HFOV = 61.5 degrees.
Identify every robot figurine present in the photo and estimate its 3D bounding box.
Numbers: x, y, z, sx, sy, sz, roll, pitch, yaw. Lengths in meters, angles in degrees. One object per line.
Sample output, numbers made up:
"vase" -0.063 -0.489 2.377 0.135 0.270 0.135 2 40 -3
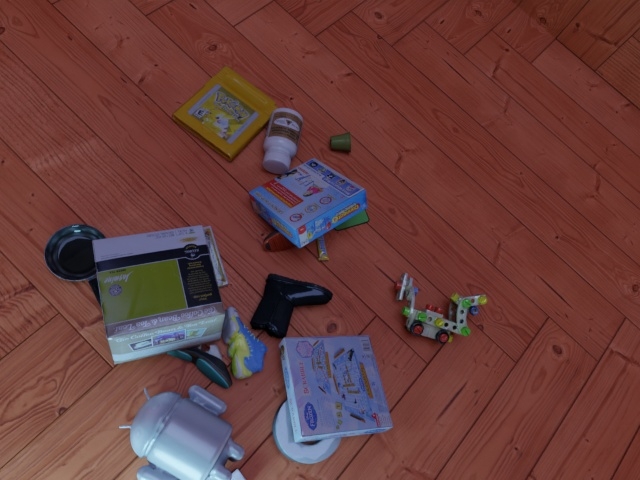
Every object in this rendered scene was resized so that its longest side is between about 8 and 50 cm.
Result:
"robot figurine" -0.400 0.577 1.568 0.353 0.200 0.300 31 56 0

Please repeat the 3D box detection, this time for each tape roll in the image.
"tape roll" -0.041 0.595 1.719 0.219 0.072 0.219 5 69 -12

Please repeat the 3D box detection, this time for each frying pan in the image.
"frying pan" -0.745 0.081 1.765 0.326 0.053 0.197 38 65 1

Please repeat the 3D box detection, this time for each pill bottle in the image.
"pill bottle" -0.148 -0.376 2.046 0.131 0.131 0.229 14 66 -8

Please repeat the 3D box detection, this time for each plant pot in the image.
"plant pot" 0.079 -0.390 2.142 0.079 0.083 0.083 -3 69 0

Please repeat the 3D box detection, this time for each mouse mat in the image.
"mouse mat" 0.091 -0.137 2.077 0.152 0.007 0.190 -16 75 -19

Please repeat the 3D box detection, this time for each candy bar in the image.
"candy bar" 0.000 0.000 1.994 0.040 0.018 0.161 -4 71 -15

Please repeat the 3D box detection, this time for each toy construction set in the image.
"toy construction set" 0.411 0.245 1.923 0.327 0.151 0.215 19 90 3

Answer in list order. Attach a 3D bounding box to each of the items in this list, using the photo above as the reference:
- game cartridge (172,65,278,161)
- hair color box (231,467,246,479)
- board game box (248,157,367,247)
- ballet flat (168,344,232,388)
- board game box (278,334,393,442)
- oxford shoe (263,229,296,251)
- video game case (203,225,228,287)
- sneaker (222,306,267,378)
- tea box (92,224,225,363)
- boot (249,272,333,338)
"game cartridge" -0.359 -0.498 2.088 0.285 0.053 0.324 36 66 2
"hair color box" -0.285 0.759 1.610 0.141 0.043 0.072 -35 80 -24
"board game box" -0.047 -0.144 1.920 0.302 0.086 0.308 -31 45 -22
"ballet flat" -0.385 0.362 1.721 0.280 0.095 0.096 32 53 0
"board game box" 0.045 0.464 1.727 0.318 0.066 0.319 4 54 -25
"oxford shoe" -0.097 -0.049 1.964 0.271 0.097 0.098 -28 48 -15
"video game case" -0.448 0.077 1.853 0.206 0.026 0.227 -15 72 -18
"sneaker" -0.248 0.334 1.778 0.126 0.091 0.240 1 67 -33
"tea box" -0.492 0.160 1.641 0.329 0.220 0.323 -9 61 -20
"boot" -0.098 0.239 1.831 0.246 0.094 0.207 15 62 0
